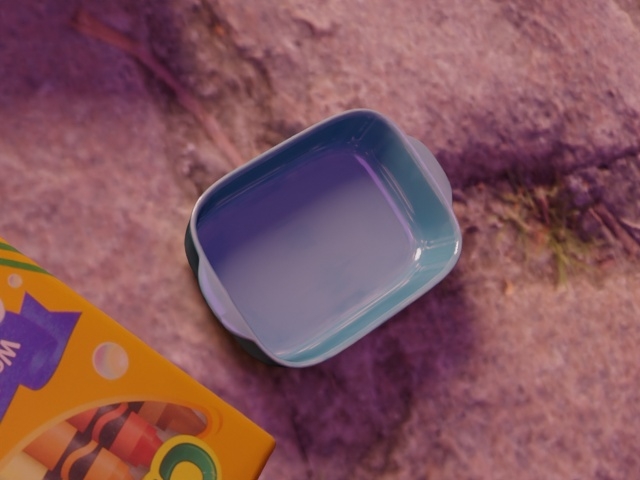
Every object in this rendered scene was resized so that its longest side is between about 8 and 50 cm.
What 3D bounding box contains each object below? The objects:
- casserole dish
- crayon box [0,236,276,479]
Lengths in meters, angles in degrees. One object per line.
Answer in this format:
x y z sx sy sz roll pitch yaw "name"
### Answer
0.000 0.000 0.751 0.188 0.037 0.114 -32 90 -37 "casserole dish"
-0.160 0.112 0.571 0.323 0.083 0.203 38 55 -15 "crayon box"
